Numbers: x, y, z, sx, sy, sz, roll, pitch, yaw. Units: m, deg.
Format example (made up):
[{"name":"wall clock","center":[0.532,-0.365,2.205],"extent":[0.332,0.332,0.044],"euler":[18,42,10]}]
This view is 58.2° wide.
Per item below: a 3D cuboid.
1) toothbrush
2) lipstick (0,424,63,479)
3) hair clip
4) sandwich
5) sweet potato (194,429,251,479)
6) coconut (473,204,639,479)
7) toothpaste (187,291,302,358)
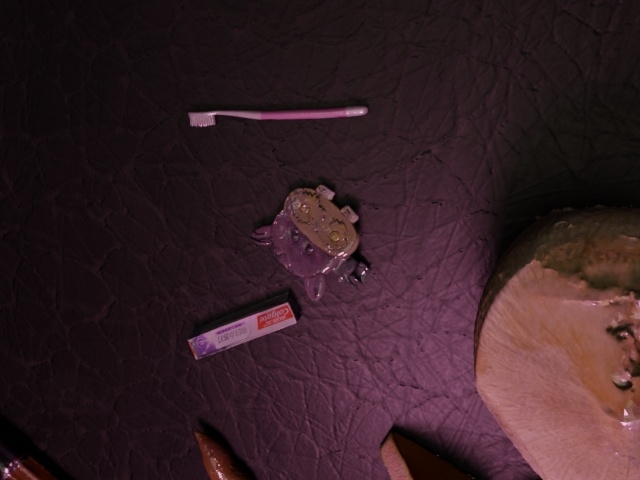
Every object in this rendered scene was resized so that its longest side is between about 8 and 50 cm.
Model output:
[{"name":"toothbrush","center":[-0.069,-0.190,0.877],"extent":[0.287,0.020,0.025],"euler":[1,110,14]},{"name":"lipstick","center":[-0.547,0.466,1.108],"extent":[0.418,0.077,0.077],"euler":[38,108,2]},{"name":"hair clip","center":[-0.002,0.001,0.884],"extent":[0.187,0.056,0.146],"euler":[41,101,6]},{"name":"sandwich","center":[0.169,0.393,0.868],"extent":[0.193,0.162,0.058],"euler":[31,110,7]},{"name":"sweet potato","center":[-0.157,0.424,1.013],"extent":[0.065,0.051,0.218],"euler":[-26,95,20]},{"name":"coconut","center":[0.351,0.125,0.662],"extent":[0.347,0.360,0.345],"euler":[4,104,15]},{"name":"toothpaste","center":[-0.128,0.142,0.953],"extent":[0.197,0.040,0.047],"euler":[-22,98,17]}]
